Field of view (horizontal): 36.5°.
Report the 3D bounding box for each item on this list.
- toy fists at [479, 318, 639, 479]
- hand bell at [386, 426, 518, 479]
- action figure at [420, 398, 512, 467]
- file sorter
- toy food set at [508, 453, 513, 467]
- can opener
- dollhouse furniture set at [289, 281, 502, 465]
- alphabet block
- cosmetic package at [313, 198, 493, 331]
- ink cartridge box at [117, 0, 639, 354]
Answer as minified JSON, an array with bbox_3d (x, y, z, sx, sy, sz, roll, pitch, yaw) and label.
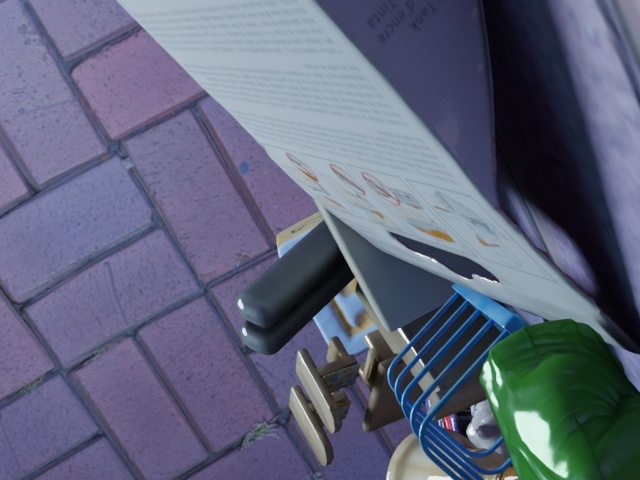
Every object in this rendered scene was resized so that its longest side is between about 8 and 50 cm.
[{"bbox_3d":[0.179,0.168,0.515,0.279,0.096,0.142,59,-171,-35],"label":"toy fists"},{"bbox_3d":[0.173,0.211,0.852,0.126,0.126,0.242,61,147,3],"label":"hand bell"},{"bbox_3d":[0.210,0.235,1.309,0.330,0.178,0.341,94,169,-77],"label":"action figure"},{"bbox_3d":[0.124,0.112,0.679,0.118,0.104,0.170,41,-178,-6],"label":"file sorter"},{"bbox_3d":[0.276,0.344,0.867,0.220,0.092,0.306,61,180,-28],"label":"toy food set"},{"bbox_3d":[0.000,0.000,0.994,0.095,0.283,0.076,24,137,29],"label":"can opener"},{"bbox_3d":[0.104,0.145,1.012,0.161,0.212,0.242,58,155,32],"label":"dollhouse furniture set"},{"bbox_3d":[0.057,0.040,1.443,0.193,0.192,0.197,63,179,-7],"label":"alphabet block"},{"bbox_3d":[0.022,-0.097,0.819,0.309,0.113,0.160,60,-179,-23],"label":"cosmetic package"},{"bbox_3d":[0.006,-0.112,0.560,0.385,0.091,0.308,43,171,-26],"label":"ink cartridge box"}]
